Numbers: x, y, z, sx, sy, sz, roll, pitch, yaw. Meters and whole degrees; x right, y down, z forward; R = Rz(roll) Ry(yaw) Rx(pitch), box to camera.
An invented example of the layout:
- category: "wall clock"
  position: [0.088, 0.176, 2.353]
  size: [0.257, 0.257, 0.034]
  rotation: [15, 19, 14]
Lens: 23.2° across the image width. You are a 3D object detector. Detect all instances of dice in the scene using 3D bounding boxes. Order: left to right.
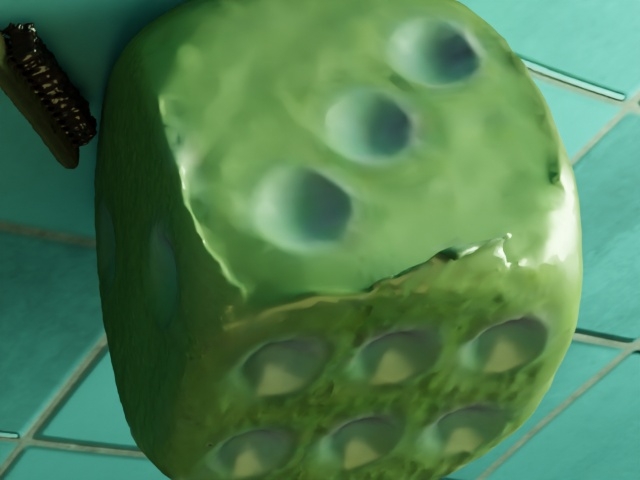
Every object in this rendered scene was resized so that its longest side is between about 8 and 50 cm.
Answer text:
- category: "dice"
  position: [0.000, 0.000, 0.972]
  size: [0.252, 0.249, 0.254]
  rotation: [-6, 142, -18]

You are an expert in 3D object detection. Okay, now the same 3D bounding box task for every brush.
- category: "brush"
  position: [-0.191, -0.126, 0.899]
  size: [0.036, 0.043, 0.248]
  rotation: [-29, 143, 2]
